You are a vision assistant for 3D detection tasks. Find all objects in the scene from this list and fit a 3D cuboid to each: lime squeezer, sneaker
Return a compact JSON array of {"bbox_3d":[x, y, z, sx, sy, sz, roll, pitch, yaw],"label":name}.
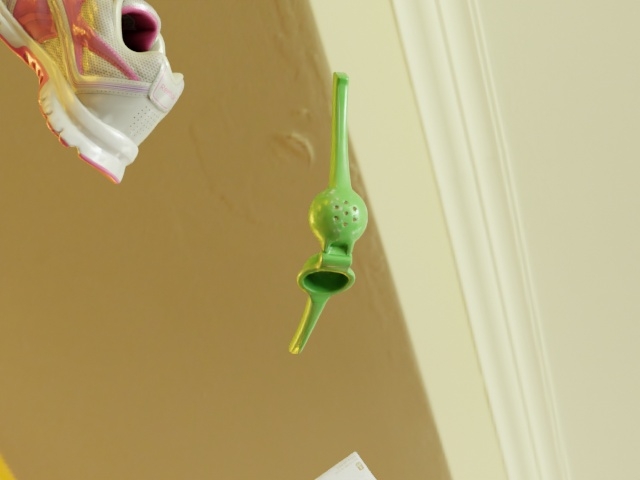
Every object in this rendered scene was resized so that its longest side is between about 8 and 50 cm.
[{"bbox_3d":[0.000,0.000,1.026,0.058,0.110,0.310,-4,-64,-28],"label":"lime squeezer"},{"bbox_3d":[-0.186,-0.165,0.848,0.111,0.252,0.103,-37,-26,4],"label":"sneaker"}]

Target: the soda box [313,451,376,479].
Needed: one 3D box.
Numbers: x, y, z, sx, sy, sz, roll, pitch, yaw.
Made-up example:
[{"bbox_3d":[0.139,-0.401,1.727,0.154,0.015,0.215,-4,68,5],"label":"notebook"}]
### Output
[{"bbox_3d":[-0.027,0.343,1.244,0.069,0.216,0.074,52,-35,13],"label":"soda box"}]
